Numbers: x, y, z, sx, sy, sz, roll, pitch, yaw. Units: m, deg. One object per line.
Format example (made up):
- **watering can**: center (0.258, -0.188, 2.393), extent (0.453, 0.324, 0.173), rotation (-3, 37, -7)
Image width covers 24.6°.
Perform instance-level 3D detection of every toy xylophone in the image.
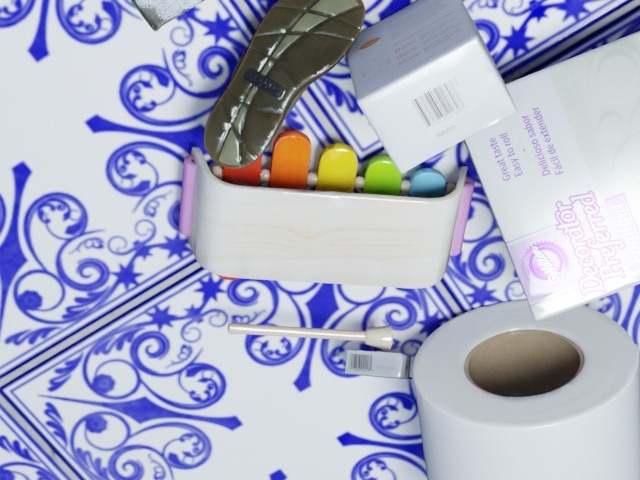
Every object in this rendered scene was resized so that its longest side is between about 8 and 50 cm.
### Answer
- **toy xylophone**: center (0.000, 0.000, 1.584), extent (0.322, 0.081, 0.236), rotation (11, 124, -11)

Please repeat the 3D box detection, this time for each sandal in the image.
- **sandal**: center (-0.039, -0.168, 1.494), extent (0.090, 0.060, 0.219), rotation (33, 94, 1)

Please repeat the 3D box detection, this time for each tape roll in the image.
- **tape roll**: center (0.230, 0.199, 1.620), extent (0.246, 0.246, 0.169), rotation (-8, 119, 0)

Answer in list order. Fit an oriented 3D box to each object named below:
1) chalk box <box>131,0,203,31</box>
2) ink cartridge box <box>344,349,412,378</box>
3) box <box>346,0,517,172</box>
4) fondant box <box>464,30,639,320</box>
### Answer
- **chalk box**: center (-0.159, -0.330, 1.365), extent (0.132, 0.132, 0.213), rotation (-29, 116, 12)
- **ink cartridge box**: center (0.068, 0.140, 1.660), extent (0.062, 0.115, 0.029), rotation (4, 85, 12)
- **box**: center (0.105, -0.164, 1.451), extent (0.130, 0.170, 0.091), rotation (-28, 116, 11)
- **fondant box**: center (0.331, -0.087, 1.504), extent (0.330, 0.096, 0.238), rotation (-21, 92, 9)
